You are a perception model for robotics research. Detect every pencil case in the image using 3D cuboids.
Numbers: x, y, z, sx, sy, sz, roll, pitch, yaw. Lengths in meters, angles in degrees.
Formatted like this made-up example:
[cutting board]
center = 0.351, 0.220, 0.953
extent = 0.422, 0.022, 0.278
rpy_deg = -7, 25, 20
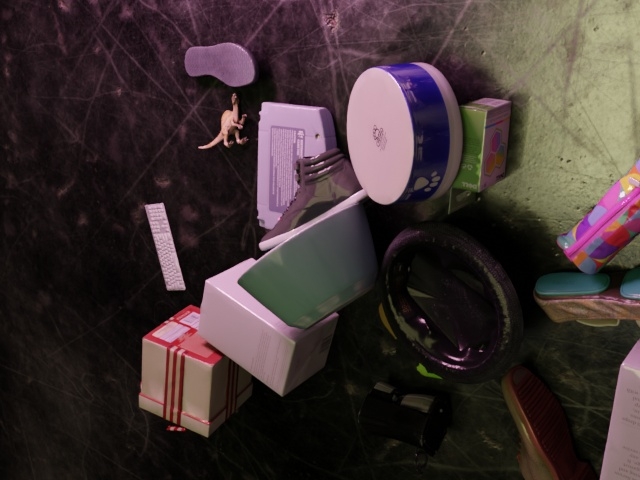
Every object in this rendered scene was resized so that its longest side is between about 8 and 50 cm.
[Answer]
[pencil case]
center = 0.512, -0.044, 1.274
extent = 0.104, 0.104, 0.236
rpy_deg = 46, 130, 15

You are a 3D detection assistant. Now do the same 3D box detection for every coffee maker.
[coffee maker]
center = 0.178, 0.409, 1.672
extent = 0.178, 0.171, 0.120
rpy_deg = 5, 126, 39

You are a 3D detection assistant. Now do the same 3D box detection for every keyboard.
[keyboard]
center = -0.439, 0.020, 2.115
extent = 0.072, 0.014, 0.256
rpy_deg = -2, 106, 39

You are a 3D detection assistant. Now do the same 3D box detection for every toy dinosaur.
[toy dinosaur]
center = -0.223, -0.269, 1.815
extent = 0.183, 0.053, 0.092
rpy_deg = -53, 57, 31

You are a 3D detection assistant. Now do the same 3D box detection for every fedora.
[fedora]
center = 0.279, 0.109, 1.479
extent = 0.334, 0.153, 0.333
rpy_deg = 14, 112, 40

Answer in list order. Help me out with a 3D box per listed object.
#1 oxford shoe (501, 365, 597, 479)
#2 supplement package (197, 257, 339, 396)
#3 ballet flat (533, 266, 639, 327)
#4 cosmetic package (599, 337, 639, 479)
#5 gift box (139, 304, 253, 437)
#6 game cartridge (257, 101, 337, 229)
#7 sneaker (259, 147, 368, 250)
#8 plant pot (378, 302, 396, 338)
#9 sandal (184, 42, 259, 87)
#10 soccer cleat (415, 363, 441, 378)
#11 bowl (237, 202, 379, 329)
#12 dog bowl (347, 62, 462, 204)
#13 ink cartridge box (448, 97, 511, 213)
[oxford shoe]
center = 0.435, 0.421, 1.506
extent = 0.130, 0.123, 0.348
rpy_deg = -26, 89, 47
[supplement package]
center = -0.133, 0.206, 1.835
extent = 0.293, 0.175, 0.177
rpy_deg = 31, 126, 25
[ballet flat]
center = 0.540, 0.107, 1.325
extent = 0.316, 0.107, 0.106
rpy_deg = -2, 126, 44
[cosmetic package]
center = 0.632, 0.412, 1.315
extent = 0.230, 0.161, 0.453
rpy_deg = 16, 117, 33
[gift box]
center = -0.339, 0.347, 2.011
extent = 0.276, 0.255, 0.258
rpy_deg = 19, 116, 26
[game cartridge]
center = -0.054, -0.159, 1.689
extent = 0.196, 0.060, 0.294
rpy_deg = 14, 109, 36
[sneaker]
center = -0.035, -0.092, 1.602
extent = 0.296, 0.104, 0.146
rpy_deg = -31, 84, 27
[plant pot]
center = 0.177, 0.151, 1.635
extent = 0.083, 0.082, 0.081
rpy_deg = 44, 130, 33
[sandal]
center = -0.225, -0.419, 1.753
extent = 0.255, 0.054, 0.097
rpy_deg = 23, 113, 41
[soccer cleat]
center = 0.250, 0.222, 1.621
extent = 0.072, 0.060, 0.178
rpy_deg = 13, 122, 24
[bowl]
center = -0.001, 0.072, 1.555
extent = 0.311, 0.312, 0.163
rpy_deg = -39, 80, 41
[dog bowl]
center = 0.153, -0.202, 1.420
extent = 0.265, 0.104, 0.264
rpy_deg = 171, 90, -66
[ink cartridge box]
center = 0.298, -0.153, 1.393
extent = 0.062, 0.109, 0.209
rpy_deg = 17, 117, 34
